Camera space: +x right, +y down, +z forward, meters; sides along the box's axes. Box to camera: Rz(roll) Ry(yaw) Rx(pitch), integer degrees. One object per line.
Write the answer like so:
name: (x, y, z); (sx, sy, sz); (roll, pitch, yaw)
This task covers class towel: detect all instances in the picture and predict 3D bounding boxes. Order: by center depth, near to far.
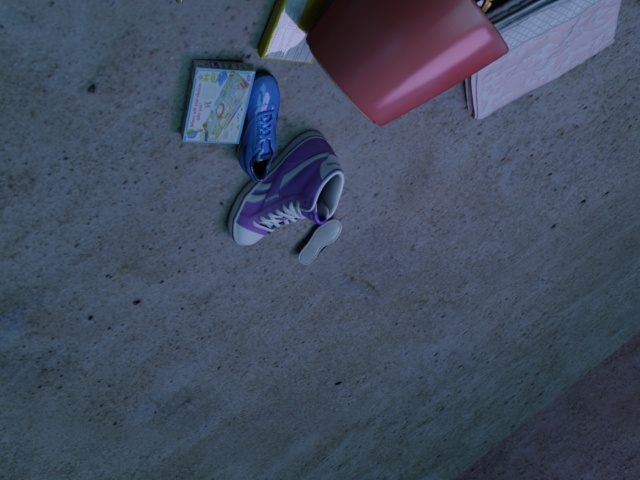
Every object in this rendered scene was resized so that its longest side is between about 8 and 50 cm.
towel: (0.428, -0.385, 1.683); (0.332, 0.053, 0.317); (-29, 158, 0)

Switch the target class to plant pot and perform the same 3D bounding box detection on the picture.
plant pot: (0.128, -0.334, 1.432); (0.243, 0.275, 0.275); (-40, 141, 14)

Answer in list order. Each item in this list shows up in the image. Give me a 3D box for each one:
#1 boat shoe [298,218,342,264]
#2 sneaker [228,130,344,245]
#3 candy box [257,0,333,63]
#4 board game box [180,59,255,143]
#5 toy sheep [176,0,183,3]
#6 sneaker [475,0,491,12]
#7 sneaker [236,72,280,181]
boat shoe: (0.000, 0.000, 1.897); (0.046, 0.038, 0.125); (37, 107, -6)
sneaker: (-0.066, -0.062, 1.688); (0.102, 0.161, 0.282); (15, 125, -44)
candy box: (-0.023, -0.388, 1.460); (0.105, 0.027, 0.205); (1, 132, -34)
board game box: (-0.178, -0.236, 1.516); (0.104, 0.026, 0.154); (0, 134, -22)
toy sheep: (-0.206, -0.404, 1.274); (0.091, 0.091, 0.132); (-18, 141, -15)
sneaker: (0.263, -0.480, 1.514); (0.083, 0.084, 0.214); (-3, 131, -15)
sneaker: (-0.102, -0.198, 1.577); (0.069, 0.082, 0.209); (-8, 135, -23)
